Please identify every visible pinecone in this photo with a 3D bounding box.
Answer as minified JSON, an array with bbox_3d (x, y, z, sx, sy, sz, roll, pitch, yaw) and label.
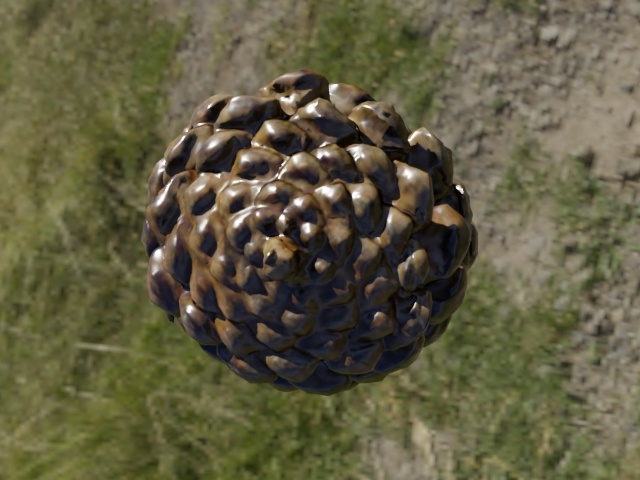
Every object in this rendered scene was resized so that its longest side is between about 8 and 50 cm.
[{"bbox_3d":[-0.012,0.002,1.063,0.257,0.243,0.243,142,132,-76],"label":"pinecone"}]
